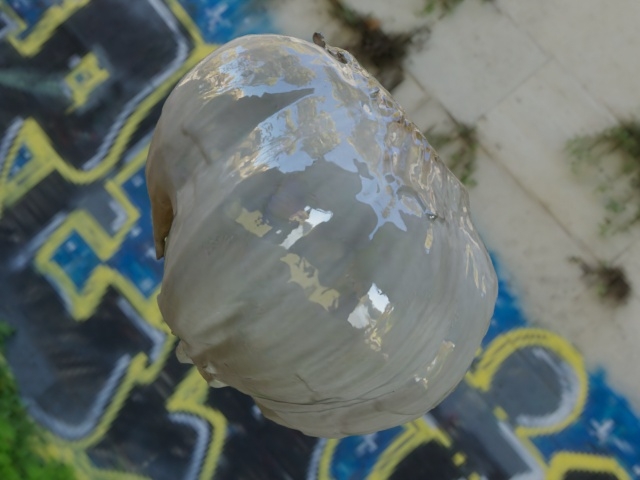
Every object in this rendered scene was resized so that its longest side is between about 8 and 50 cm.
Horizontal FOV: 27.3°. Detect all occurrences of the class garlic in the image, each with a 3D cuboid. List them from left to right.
[{"bbox_3d":[-0.003,0.003,0.347,0.113,0.094,0.074,50,-3,-9],"label":"garlic"}]
